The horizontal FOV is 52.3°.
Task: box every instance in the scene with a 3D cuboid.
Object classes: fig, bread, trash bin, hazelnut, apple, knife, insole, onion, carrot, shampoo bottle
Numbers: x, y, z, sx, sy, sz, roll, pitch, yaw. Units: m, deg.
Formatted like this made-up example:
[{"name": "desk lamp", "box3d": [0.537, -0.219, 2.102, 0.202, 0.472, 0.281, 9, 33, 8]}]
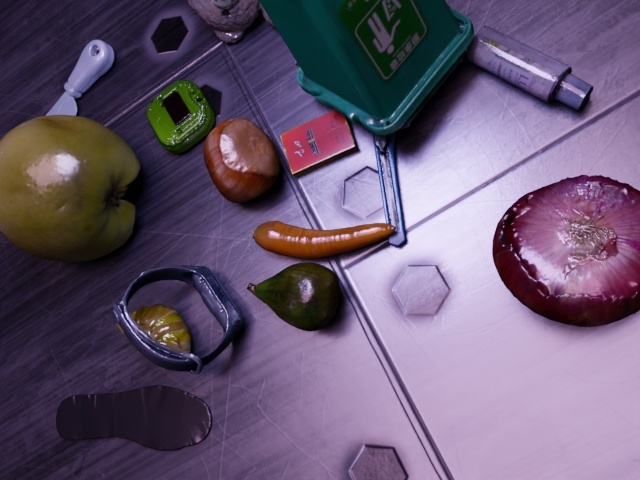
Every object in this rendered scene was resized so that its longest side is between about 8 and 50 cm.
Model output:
[{"name": "fig", "box3d": [-0.047, 0.092, 1.129, 0.178, 0.117, 0.117, 4, 78, 39]}, {"name": "bread", "box3d": [-0.303, 0.167, 1.223, 0.157, 0.083, 0.094, 35, 79, 26]}, {"name": "trash bin", "box3d": [0.039, -0.386, 1.043, 0.295, 0.381, 0.259, 39, 88, 34]}, {"name": "hazelnut", "box3d": [-0.155, -0.145, 1.208, 0.150, 0.150, 0.150, -5, 75, 20]}, {"name": "apple", "box3d": [-0.509, -0.109, 1.281, 0.258, 0.233, 0.294, 9, 81, 26]}, {"name": "knife", "box3d": [0.120, -0.133, 1.156, 0.044, 0.026, 0.296, -9, 73, 7]}, {"name": "insole", "box3d": [-0.360, 0.337, 1.237, 0.349, 0.009, 0.118, -6, 73, 20]}, {"name": "onion", "box3d": [0.376, 0.016, 0.947, 0.248, 0.161, 0.247, -2, 76, 10]}, {"name": "knife", "box3d": [-0.571, -0.305, 1.465, 0.080, 0.044, 0.331, 43, 100, 17]}, {"name": "carrot", "box3d": [0.001, 0.000, 1.152, 0.271, 0.062, 0.066, 4, 54, 22]}, {"name": "shampoo bottle", "box3d": [0.347, -0.283, 1.082, 0.214, 0.072, 0.072, 37, 92, 25]}]

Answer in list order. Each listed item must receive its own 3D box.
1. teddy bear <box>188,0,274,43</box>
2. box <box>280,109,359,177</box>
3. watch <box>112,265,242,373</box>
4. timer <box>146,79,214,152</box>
[{"name": "teddy bear", "box3d": [-0.142, -0.527, 1.281, 0.267, 0.151, 0.236, -28, 107, 7]}, {"name": "box", "box3d": [-0.003, -0.184, 1.218, 0.133, 0.023, 0.090, -21, 68, 15]}, {"name": "watch", "box3d": [-0.251, 0.140, 1.162, 0.193, 0.068, 0.206, -25, 67, -28]}, {"name": "timer", "box3d": [-0.288, -0.256, 1.333, 0.128, 0.047, 0.140, -35, 67, 9]}]
